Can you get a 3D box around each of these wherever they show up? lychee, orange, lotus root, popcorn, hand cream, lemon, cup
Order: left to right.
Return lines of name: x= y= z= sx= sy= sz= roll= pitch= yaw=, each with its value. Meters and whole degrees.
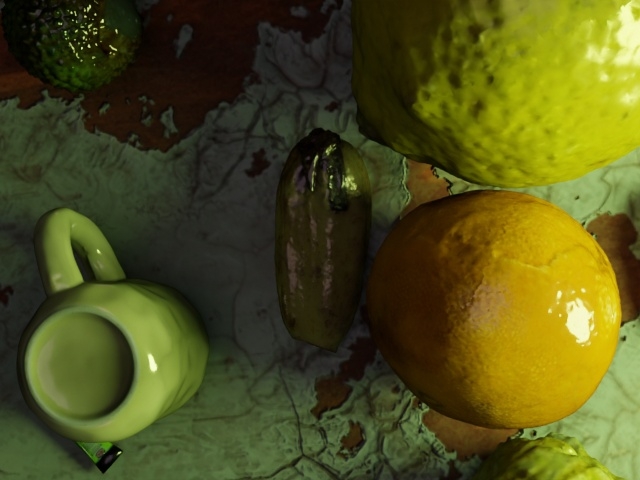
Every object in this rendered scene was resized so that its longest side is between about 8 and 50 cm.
lychee: x=-0.300 y=-0.253 z=1.083 sx=0.171 sy=0.171 sz=0.171 roll=0 pitch=89 yaw=8
hand cream: x=-0.300 y=0.234 z=1.134 sx=0.122 sy=0.023 sz=0.036 roll=40 pitch=83 yaw=6
cup: x=-0.229 y=0.089 z=1.036 sx=0.173 sy=0.202 sz=0.255 roll=-1 pitch=89 yaw=9
lotus root: x=0.000 y=0.000 z=1.060 sx=0.110 sy=0.097 sz=0.258 roll=6 pitch=98 yaw=16
orange: x=0.175 y=0.071 z=0.950 sx=0.261 sy=0.261 sz=0.261 roll=0 pitch=89 yaw=8
lemon: x=0.198 y=-0.218 z=0.909 sx=0.387 sy=0.350 sz=0.349 roll=-40 pitch=84 yaw=20
popcorn: x=0.257 y=0.305 z=0.959 sx=0.221 sy=0.204 sz=0.184 roll=36 pitch=68 yaw=26
